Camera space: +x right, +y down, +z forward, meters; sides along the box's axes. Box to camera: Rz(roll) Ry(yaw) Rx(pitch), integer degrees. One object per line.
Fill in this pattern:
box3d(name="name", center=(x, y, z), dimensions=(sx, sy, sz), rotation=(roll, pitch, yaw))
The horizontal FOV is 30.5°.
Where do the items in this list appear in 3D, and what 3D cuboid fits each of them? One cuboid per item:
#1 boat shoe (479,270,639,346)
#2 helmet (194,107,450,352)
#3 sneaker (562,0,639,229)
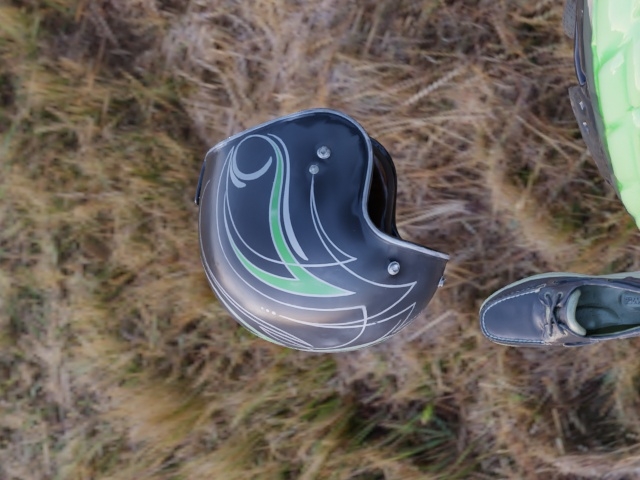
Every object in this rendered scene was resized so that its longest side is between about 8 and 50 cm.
box3d(name="boat shoe", center=(0.273, 0.073, 1.254), dimensions=(0.223, 0.073, 0.080), rotation=(-7, 90, 20))
box3d(name="helmet", center=(0.000, 0.000, 0.828), dimensions=(0.169, 0.169, 0.162), rotation=(-19, 83, 31))
box3d(name="sneaker", center=(0.180, -0.095, 0.558), dimensions=(0.185, 0.483, 0.202), rotation=(-34, 62, 1))
